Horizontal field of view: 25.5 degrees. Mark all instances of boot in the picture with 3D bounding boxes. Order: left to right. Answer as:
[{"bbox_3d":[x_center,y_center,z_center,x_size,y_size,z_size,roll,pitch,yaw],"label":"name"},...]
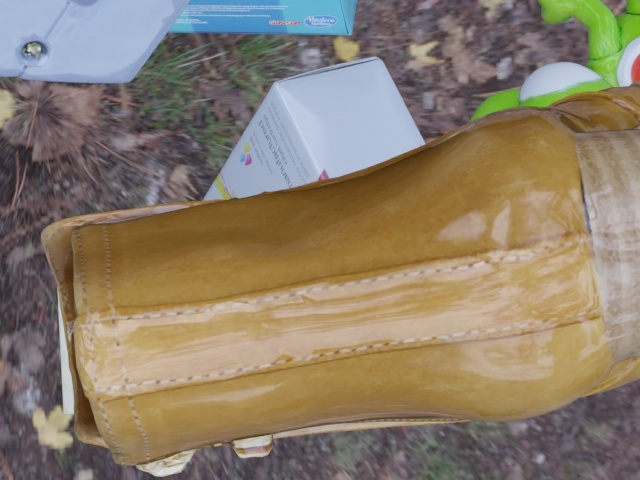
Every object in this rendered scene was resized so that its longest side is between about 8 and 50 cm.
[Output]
[{"bbox_3d":[0.024,0.009,0.452,0.211,0.295,0.104,-9,88,-2],"label":"boot"}]

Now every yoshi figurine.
[{"bbox_3d":[0.278,-0.155,1.415,0.362,0.203,0.203,-36,63,-17],"label":"yoshi figurine"}]

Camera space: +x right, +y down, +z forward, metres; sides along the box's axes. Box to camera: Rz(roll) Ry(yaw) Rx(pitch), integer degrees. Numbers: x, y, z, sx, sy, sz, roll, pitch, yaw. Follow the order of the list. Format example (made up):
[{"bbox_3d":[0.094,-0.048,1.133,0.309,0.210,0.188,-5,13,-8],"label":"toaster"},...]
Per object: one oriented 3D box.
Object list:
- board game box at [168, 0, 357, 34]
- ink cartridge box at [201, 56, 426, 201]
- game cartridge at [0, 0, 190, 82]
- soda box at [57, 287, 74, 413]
[{"bbox_3d":[-0.109,-0.349,1.452,0.254,0.336,0.079,3,59,12],"label":"board game box"},{"bbox_3d":[0.000,0.000,0.803,0.072,0.175,0.127,-17,71,-29],"label":"ink cartridge box"},{"bbox_3d":[-0.169,-0.174,0.613,0.297,0.062,0.198,17,127,-43],"label":"game cartridge"},{"bbox_3d":[-0.221,0.075,1.379,0.061,0.058,0.181,0,101,2],"label":"soda box"}]
